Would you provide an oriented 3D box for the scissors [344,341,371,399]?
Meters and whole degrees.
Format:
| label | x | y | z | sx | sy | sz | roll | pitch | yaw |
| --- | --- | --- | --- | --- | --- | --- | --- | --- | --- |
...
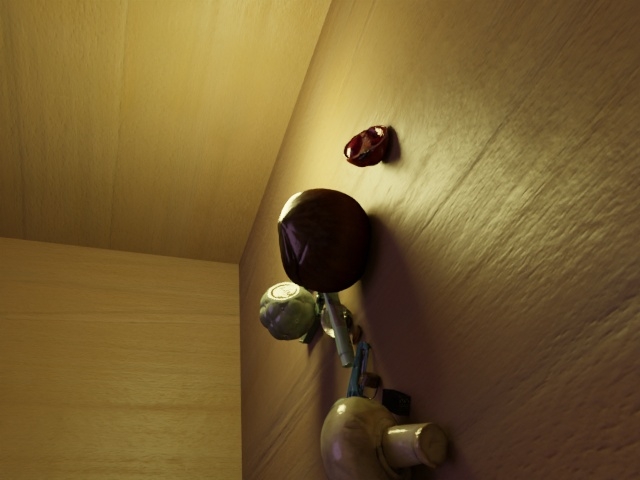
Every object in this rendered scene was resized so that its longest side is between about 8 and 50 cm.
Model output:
| label | x | y | z | sx | sy | sz | roll | pitch | yaw |
| --- | --- | --- | --- | --- | --- | --- | --- | --- | --- |
| scissors | 0.117 | 0.532 | 1.865 | 0.032 | 0.180 | 0.392 | 41 | -124 | -56 |

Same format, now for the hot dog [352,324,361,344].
| label | x | y | z | sx | sy | sz | roll | pitch | yaw |
| --- | --- | --- | --- | --- | --- | --- | --- | --- | --- |
| hot dog | 0.134 | 0.343 | 2.027 | 0.037 | 0.021 | 0.083 | -92 | 16 | -58 |

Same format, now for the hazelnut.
| label | x | y | z | sx | sy | sz | roll | pitch | yaw |
| --- | --- | --- | --- | --- | --- | --- | --- | --- | --- |
| hazelnut | 0.000 | 0.000 | 2.071 | 0.359 | 0.359 | 0.409 | 118 | 160 | -47 |

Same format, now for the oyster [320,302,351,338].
| label | x | y | z | sx | sy | sz | roll | pitch | yaw |
| --- | --- | --- | --- | --- | --- | --- | --- | --- | --- |
| oyster | 0.067 | 0.292 | 2.187 | 0.163 | 0.081 | 0.191 | -11 | 73 | 43 |

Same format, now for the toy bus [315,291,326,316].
| label | x | y | z | sx | sy | sz | roll | pitch | yaw |
| --- | --- | --- | --- | --- | --- | --- | --- | --- | --- |
| toy bus | 0.019 | 0.199 | 2.341 | 0.109 | 0.091 | 0.261 | 109 | 163 | -63 |

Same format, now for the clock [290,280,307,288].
| label | x | y | z | sx | sy | sz | roll | pitch | yaw |
| --- | --- | --- | --- | --- | --- | --- | --- | --- | --- |
| clock | -0.083 | 0.092 | 2.725 | 0.312 | 0.061 | 0.312 | -172 | 90 | -72 |

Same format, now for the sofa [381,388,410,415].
| label | x | y | z | sx | sy | sz | roll | pitch | yaw |
| --- | --- | --- | --- | --- | --- | --- | --- | --- | --- |
| sofa | 0.224 | 0.483 | 1.664 | 0.118 | 0.039 | 0.060 | 166 | 112 | -72 |

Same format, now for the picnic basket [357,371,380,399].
| label | x | y | z | sx | sy | sz | roll | pitch | yaw |
| --- | --- | --- | --- | --- | --- | --- | --- | --- | --- |
| picnic basket | 0.156 | 0.478 | 1.825 | 0.072 | 0.072 | 0.083 | -164 | 87 | -72 |

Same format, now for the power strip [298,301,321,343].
| label | x | y | z | sx | sy | sz | roll | pitch | yaw |
| --- | --- | --- | --- | --- | --- | --- | --- | --- | --- |
| power strip | -0.054 | 0.354 | 2.531 | 0.145 | 0.061 | 0.215 | -102 | 27 | -43 |

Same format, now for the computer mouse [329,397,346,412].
| label | x | y | z | sx | sy | sz | roll | pitch | yaw |
| --- | --- | --- | --- | --- | --- | --- | --- | --- | --- |
| computer mouse | 0.104 | 0.652 | 1.908 | 0.128 | 0.079 | 0.230 | -54 | 46 | 40 |

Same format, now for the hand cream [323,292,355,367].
| label | x | y | z | sx | sy | sz | roll | pitch | yaw |
| --- | --- | --- | --- | --- | --- | --- | --- | --- | --- |
| hand cream | 0.066 | 0.315 | 2.078 | 0.058 | 0.085 | 0.331 | -40 | 50 | 30 |

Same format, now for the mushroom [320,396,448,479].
| label | x | y | z | sx | sy | sz | roll | pitch | yaw |
| --- | --- | --- | --- | --- | --- | --- | --- | --- | --- |
| mushroom | 0.139 | 0.585 | 1.487 | 0.356 | 0.315 | 0.315 | -172 | 90 | -72 |

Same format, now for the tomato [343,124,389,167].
| label | x | y | z | sx | sy | sz | roll | pitch | yaw |
| --- | --- | --- | --- | --- | --- | --- | --- | --- | --- |
| tomato | 0.183 | -0.335 | 2.049 | 0.189 | 0.099 | 0.173 | -21 | 36 | 25 |

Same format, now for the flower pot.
| label | x | y | z | sx | sy | sz | roll | pitch | yaw |
| --- | --- | --- | --- | --- | --- | --- | --- | --- | --- |
| flower pot | -0.138 | 0.292 | 2.341 | 0.246 | 0.246 | 0.195 | -120 | 18 | -62 |
